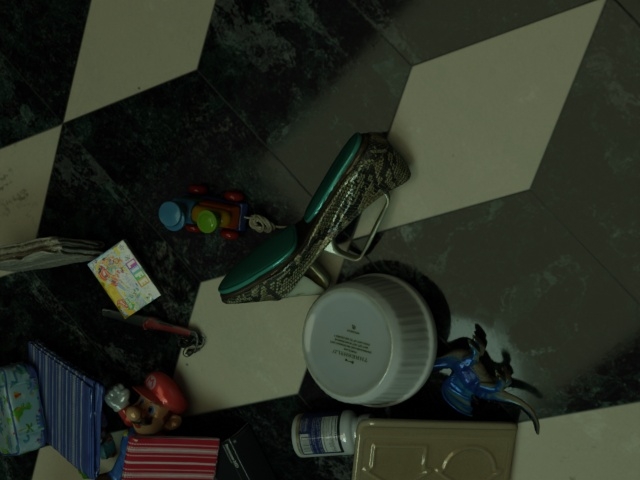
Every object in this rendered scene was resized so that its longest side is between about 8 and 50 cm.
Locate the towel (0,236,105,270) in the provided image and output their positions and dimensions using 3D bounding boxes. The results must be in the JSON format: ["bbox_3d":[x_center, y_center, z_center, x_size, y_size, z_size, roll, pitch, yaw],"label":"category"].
[{"bbox_3d":[-0.658,0.038,1.666,0.282,0.187,0.049,-10,82,20],"label":"towel"}]

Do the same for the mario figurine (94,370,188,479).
[{"bbox_3d":[-0.422,0.445,1.631,0.198,0.170,0.320,21,96,-6],"label":"mario figurine"}]

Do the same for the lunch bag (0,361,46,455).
[{"bbox_3d":[-0.751,0.412,1.775,0.176,0.090,0.219,-20,82,45],"label":"lunch bag"}]

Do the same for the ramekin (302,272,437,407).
[{"bbox_3d":[0.084,0.198,1.427,0.273,0.127,0.272,-4,84,36],"label":"ramekin"}]

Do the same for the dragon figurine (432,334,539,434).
[{"bbox_3d":[0.297,0.289,1.435,0.289,0.085,0.144,47,111,11],"label":"dragon figurine"}]

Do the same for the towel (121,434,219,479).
[{"bbox_3d":[-0.332,0.543,1.559,0.199,0.031,0.274,7,104,-20],"label":"towel"}]

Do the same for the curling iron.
[{"bbox_3d":[-0.394,0.205,1.682,0.274,0.035,0.068,16,103,15],"label":"curling iron"}]

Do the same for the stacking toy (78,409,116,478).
[{"bbox_3d":[-0.531,0.472,1.766,0.167,0.052,0.221,-9,97,21],"label":"stacking toy"}]

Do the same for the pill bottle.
[{"bbox_3d":[0.032,0.410,1.540,0.169,0.094,0.094,-9,95,19],"label":"pill bottle"}]

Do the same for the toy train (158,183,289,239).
[{"bbox_3d":[-0.204,-0.047,1.521,0.248,0.143,0.105,11,102,17],"label":"toy train"}]

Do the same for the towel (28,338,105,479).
[{"bbox_3d":[-0.608,0.393,1.717,0.336,0.040,0.243,16,106,43],"label":"towel"}]

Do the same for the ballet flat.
[{"bbox_3d":[0.000,0.000,1.469,0.182,0.164,0.483,38,108,-17],"label":"ballet flat"}]

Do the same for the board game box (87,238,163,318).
[{"bbox_3d":[-0.449,0.088,1.666,0.103,0.026,0.154,-34,92,5],"label":"board game box"}]

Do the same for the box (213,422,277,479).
[{"bbox_3d":[-0.196,0.575,1.638,0.184,0.103,0.261,-27,89,24],"label":"box"}]

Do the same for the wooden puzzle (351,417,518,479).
[{"bbox_3d":[0.214,0.503,1.457,0.322,0.080,0.347,4,105,-8],"label":"wooden puzzle"}]
